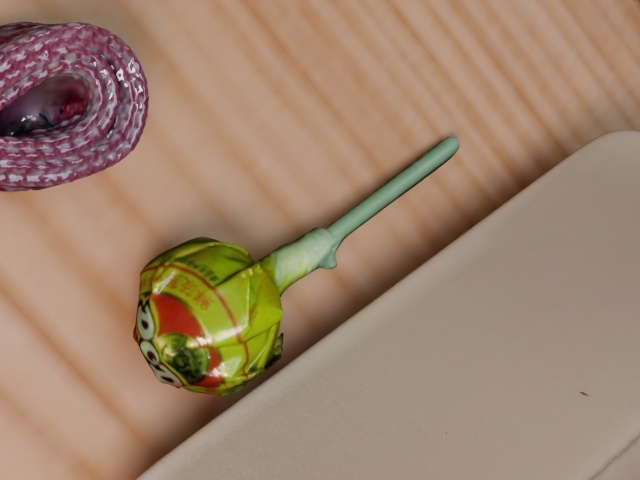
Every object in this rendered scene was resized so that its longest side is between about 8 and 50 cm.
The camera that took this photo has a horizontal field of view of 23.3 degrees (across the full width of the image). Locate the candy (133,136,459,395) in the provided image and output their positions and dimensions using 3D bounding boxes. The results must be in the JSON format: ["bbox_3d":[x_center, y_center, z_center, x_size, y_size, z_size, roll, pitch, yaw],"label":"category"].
[{"bbox_3d":[0.000,0.000,0.641,0.194,0.058,0.062,-35,92,-39],"label":"candy"}]

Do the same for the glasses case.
[{"bbox_3d":[0.073,0.071,0.620,0.313,0.131,0.070,-35,138,-30],"label":"glasses case"}]

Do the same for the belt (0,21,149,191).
[{"bbox_3d":[-0.167,-0.027,0.533,0.232,0.053,0.071,-24,105,-32],"label":"belt"}]
